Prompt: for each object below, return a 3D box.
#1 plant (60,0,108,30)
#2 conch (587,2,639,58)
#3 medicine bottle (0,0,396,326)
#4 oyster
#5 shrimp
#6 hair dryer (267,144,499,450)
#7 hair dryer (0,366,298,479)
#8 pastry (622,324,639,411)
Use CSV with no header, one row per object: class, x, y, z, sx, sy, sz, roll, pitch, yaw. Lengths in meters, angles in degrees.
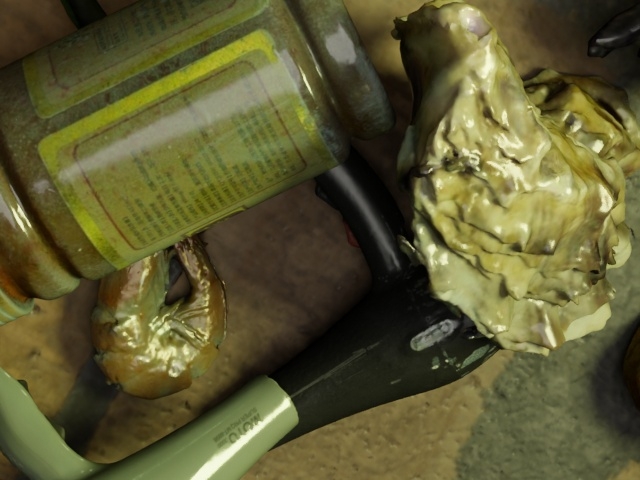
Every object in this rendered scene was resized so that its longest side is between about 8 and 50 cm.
plant,-0.113,-0.285,1.031,0.251,0.180,0.333,25,93,-27
conch,0.347,-0.174,1.183,0.313,0.186,0.240,-19,120,-23
medicine bottle,-0.123,-0.067,1.079,0.322,0.151,0.151,-25,106,3
oyster,0.132,-0.055,1.096,0.115,0.351,0.238,-13,61,22
shrimp,-0.110,0.027,1.182,0.099,0.041,0.180,3,101,-13
hair dryer,0.000,0.000,1.198,0.235,0.091,0.271,-29,94,6
hair dryer,-0.143,0.111,1.134,0.229,0.092,0.267,-21,72,-14
pastry,0.280,0.101,1.271,0.097,0.057,0.109,17,99,-16
